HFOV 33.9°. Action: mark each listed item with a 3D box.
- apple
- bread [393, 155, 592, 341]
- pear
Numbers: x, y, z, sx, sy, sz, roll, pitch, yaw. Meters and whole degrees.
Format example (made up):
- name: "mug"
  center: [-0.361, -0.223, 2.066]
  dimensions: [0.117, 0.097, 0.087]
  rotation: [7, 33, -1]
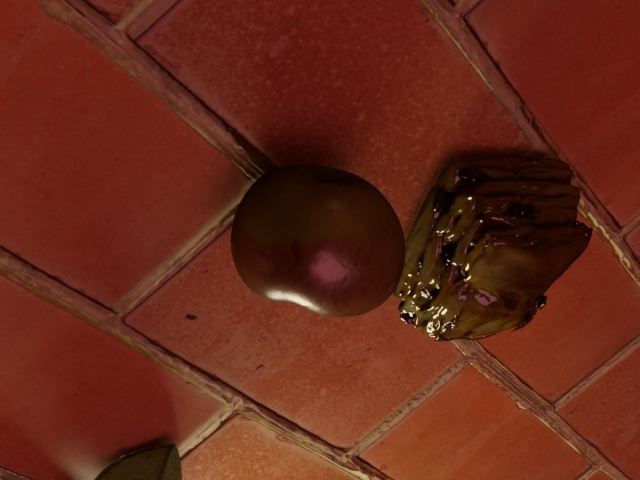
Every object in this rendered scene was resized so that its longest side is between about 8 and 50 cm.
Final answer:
- name: "apple"
  center: [0.000, 0.000, 1.475]
  dimensions: [0.260, 0.261, 0.194]
  rotation: [4, 106, -31]
- name: "bread"
  center: [0.286, 0.029, 1.704]
  dimensions: [0.277, 0.167, 0.325]
  rotation: [-2, 127, -27]
- name: "pear"
  center: [-0.322, 0.511, 1.771]
  dimensions: [0.139, 0.288, 0.239]
  rotation: [2, 136, 16]
